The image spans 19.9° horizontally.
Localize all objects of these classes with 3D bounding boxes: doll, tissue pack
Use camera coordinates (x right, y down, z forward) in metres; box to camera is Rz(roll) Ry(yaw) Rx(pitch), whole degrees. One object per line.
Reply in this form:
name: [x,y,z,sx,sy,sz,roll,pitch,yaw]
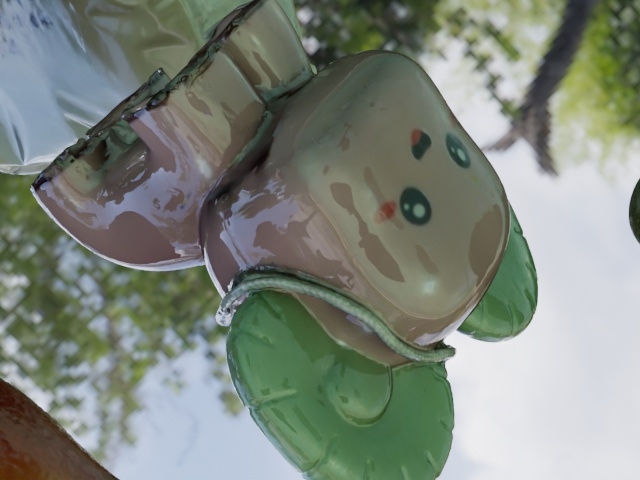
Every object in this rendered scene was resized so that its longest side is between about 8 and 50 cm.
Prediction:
doll: [0.000,0.000,1.060,0.268,0.216,0.284,51,-136,-10]
tissue pack: [-0.196,-0.229,1.430,0.195,0.375,0.390,-40,-61,-42]

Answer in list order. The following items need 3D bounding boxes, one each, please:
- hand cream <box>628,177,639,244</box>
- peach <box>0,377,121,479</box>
hand cream: [0.266,0.018,1.131,0.203,0.084,0.084,42,-158,-46]
peach: [-0.292,0.171,1.158,0.258,0.361,0.201,-137,32,-73]
